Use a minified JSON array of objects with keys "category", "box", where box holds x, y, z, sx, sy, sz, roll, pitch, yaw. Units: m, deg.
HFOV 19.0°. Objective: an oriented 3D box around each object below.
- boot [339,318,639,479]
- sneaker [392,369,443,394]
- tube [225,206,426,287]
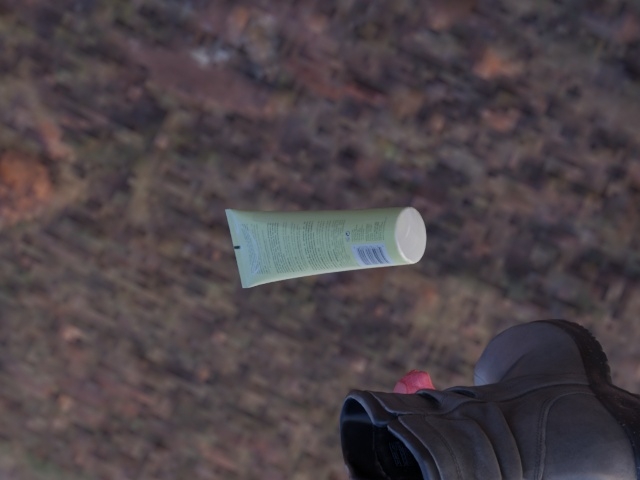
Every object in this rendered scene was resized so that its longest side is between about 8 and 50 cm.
[{"category":"boot","box":[0.116,0.132,1.482,0.222,0.118,0.338,1,-172,-14]},{"category":"sneaker","box":[0.215,0.234,2.208,0.314,0.136,0.116,17,176,-16]},{"category":"tube","box":[0.000,0.000,2.080,0.240,0.070,0.062,-5,152,35]}]
